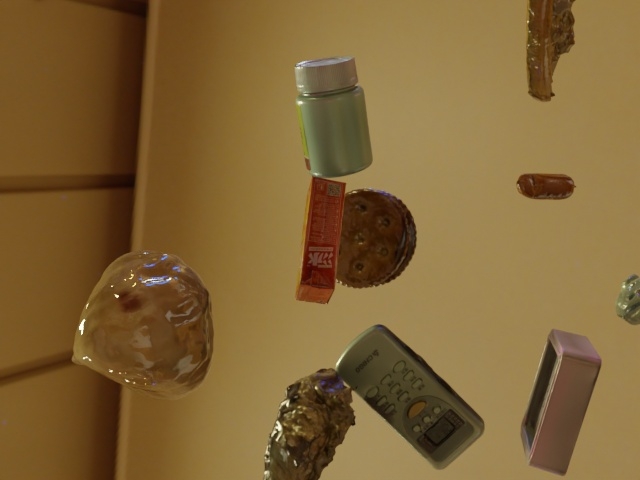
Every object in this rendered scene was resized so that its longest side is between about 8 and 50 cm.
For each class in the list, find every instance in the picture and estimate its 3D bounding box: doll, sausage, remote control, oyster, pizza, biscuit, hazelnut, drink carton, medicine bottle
[{"bbox_3d":[0.606,0.114,1.583,0.103,0.071,0.214,-46,3,13],"label":"doll"},{"bbox_3d":[0.509,-0.122,1.910,0.183,0.054,0.062,-3,-98,-28],"label":"sausage"},{"bbox_3d":[0.168,0.294,1.599,0.140,0.296,0.056,-46,0,13],"label":"remote control"},{"bbox_3d":[-0.038,0.398,1.556,0.198,0.133,0.337,172,115,-82],"label":"oyster"},{"bbox_3d":[0.399,-0.404,1.440,0.323,0.089,0.223,76,-153,-48],"label":"pizza"},{"bbox_3d":[0.096,-0.005,1.790,0.066,0.220,0.220,16,-95,-63],"label":"biscuit"},{"bbox_3d":[-0.299,0.154,1.403,0.261,0.241,0.261,-11,-90,-85],"label":"hazelnut"},{"bbox_3d":[0.000,0.000,1.601,0.096,0.071,0.222,109,169,-68],"label":"drink carton"},{"bbox_3d":[0.025,-0.247,1.684,0.139,0.139,0.225,-36,-57,-53],"label":"medicine bottle"}]

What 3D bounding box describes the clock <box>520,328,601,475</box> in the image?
[{"bbox_3d":[0.379,0.253,1.342,0.150,0.063,0.197,-48,-27,-78],"label":"clock"}]
